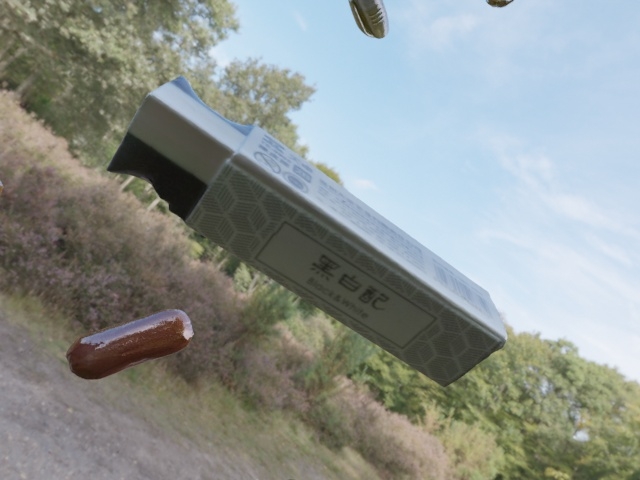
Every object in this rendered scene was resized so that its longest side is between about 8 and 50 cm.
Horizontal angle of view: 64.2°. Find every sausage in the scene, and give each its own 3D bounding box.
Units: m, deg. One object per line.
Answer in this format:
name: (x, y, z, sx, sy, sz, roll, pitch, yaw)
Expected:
sausage: (-0.305, 0.167, 0.826, 0.077, 0.194, 0.077, 48, -33, 45)

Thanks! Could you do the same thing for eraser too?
eraser: (0.000, 0.000, 0.513, 0.404, 0.096, 0.098, 34, 26, -13)

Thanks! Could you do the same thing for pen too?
pen: (0.034, -0.282, 0.540, 0.032, 0.040, 0.233, 56, 11, 21)

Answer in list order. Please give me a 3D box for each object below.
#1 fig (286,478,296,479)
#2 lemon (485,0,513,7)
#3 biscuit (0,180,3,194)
fig: (-0.019, 0.214, 0.197, 0.195, 0.195, 0.244, 49, 20, -45)
lemon: (0.215, -0.383, 0.568, 0.192, 0.192, 0.231, 36, -36, 37)
biscuit: (-0.505, 0.055, 0.644, 0.043, 0.283, 0.306, 32, -32, -10)
